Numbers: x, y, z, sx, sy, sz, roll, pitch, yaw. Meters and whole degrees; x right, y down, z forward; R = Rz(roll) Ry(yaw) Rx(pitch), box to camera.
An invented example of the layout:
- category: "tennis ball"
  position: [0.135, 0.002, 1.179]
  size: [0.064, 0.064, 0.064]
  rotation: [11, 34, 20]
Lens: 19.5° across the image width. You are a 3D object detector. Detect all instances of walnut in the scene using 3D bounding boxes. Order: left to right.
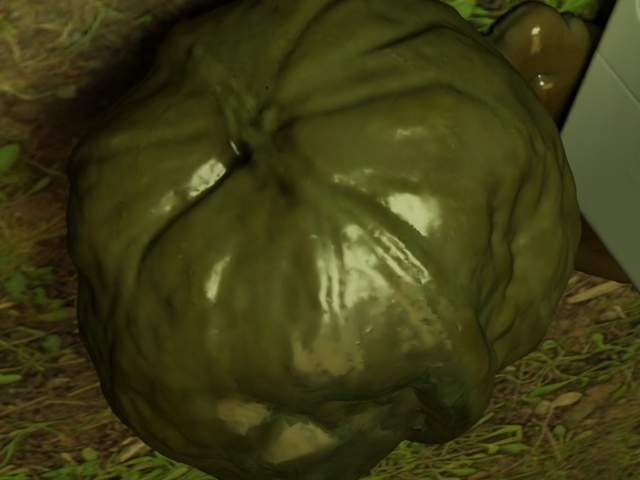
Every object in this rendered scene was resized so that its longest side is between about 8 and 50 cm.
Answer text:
- category: "walnut"
  position: [-0.001, 0.002, 1.039]
  size: [0.253, 0.282, 0.277]
  rotation: [17, 151, 26]

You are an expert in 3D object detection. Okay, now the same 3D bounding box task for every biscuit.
- category: "biscuit"
  position: [0.181, -0.051, 1.258]
  size: [0.325, 0.044, 0.217]
  rotation: [14, 136, -41]

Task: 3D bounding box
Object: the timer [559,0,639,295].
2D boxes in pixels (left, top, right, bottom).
- category: "timer"
  position: [0.283, -0.061, 1.099]
  size: [0.195, 0.192, 0.194]
  rotation: [-3, 133, -28]
